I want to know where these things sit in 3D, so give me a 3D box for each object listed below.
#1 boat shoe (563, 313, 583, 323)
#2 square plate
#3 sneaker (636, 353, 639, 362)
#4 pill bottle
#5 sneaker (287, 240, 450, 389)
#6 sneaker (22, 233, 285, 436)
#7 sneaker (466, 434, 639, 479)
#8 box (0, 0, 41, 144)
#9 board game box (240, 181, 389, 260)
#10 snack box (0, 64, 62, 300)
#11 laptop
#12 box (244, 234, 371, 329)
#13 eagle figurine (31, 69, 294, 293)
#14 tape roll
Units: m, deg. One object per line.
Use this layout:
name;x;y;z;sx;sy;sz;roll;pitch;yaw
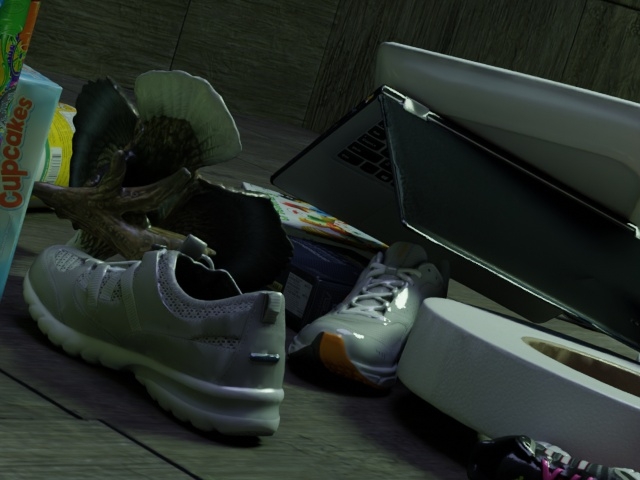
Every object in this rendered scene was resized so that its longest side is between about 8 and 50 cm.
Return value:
boat shoe;0.371;0.099;2.291;0.125;0.046;0.038;25;2;-4
square plate;0.213;-0.064;1.894;0.347;0.049;0.344;15;-29;5
sneaker;0.438;0.148;1.991;0.158;0.065;0.061;23;9;38
pill bottle;-0.307;-0.093;1.864;0.117;0.117;0.208;19;8;17
sneaker;0.050;0.058;1.551;0.099;0.121;0.262;18;7;16
sneaker;-0.113;0.046;1.280;0.281;0.115;0.105;24;10;42
sneaker;0.159;0.173;1.191;0.075;0.063;0.170;13;3;-30
box;-0.360;-0.085;1.057;0.177;0.279;0.290;23;10;41
board game box;0.000;0.000;2.123;0.193;0.053;0.305;17;8;-11
snack box;-0.303;-0.070;1.431;0.060;0.187;0.322;13;8;-26
laptop;0.167;0.037;1.799;0.382;0.236;0.408;28;-30;-18
box;0.008;0.047;1.775;0.183;0.059;0.233;14;8;-32
eagle figurine;-0.152;-0.033;1.514;0.225;0.226;0.298;-6;7;10
tape roll;0.252;0.148;1.448;0.392;0.072;0.392;20;4;-2
